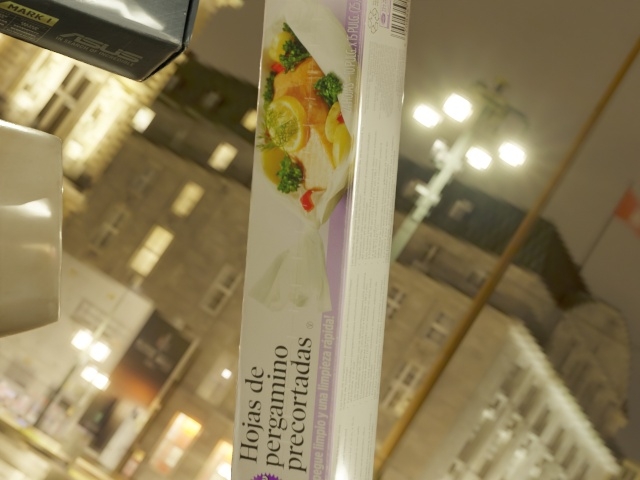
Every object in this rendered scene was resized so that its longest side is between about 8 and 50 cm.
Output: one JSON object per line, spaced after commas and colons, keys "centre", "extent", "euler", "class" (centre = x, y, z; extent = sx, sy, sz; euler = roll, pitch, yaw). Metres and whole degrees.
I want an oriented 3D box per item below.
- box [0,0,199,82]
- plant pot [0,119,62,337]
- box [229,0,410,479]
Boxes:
{"centre": [-0.156, -0.194, 0.617], "extent": [0.233, 0.183, 0.059], "euler": [18, -21, -26], "class": "box"}
{"centre": [-0.399, -0.010, 1.380], "extent": [0.280, 0.323, 0.323], "euler": [1, -6, -12], "class": "plant pot"}
{"centre": [0.000, 0.000, 0.758], "extent": [0.063, 0.324, 0.067], "euler": [6, 5, 26], "class": "box"}
